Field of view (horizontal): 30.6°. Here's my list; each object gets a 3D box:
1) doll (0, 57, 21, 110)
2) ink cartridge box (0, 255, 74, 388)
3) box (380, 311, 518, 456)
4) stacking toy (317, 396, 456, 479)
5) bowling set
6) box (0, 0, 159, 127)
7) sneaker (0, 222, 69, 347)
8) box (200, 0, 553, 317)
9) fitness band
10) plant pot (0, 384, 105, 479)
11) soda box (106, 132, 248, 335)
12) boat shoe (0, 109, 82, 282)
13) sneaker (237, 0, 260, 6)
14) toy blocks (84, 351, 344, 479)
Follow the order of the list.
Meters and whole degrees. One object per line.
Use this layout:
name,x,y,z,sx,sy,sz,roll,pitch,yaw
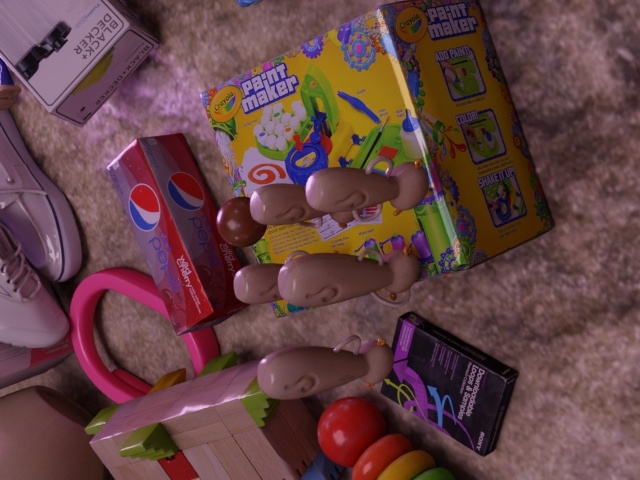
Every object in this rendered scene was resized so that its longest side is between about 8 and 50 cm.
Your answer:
doll,-0.523,-0.303,1.832,0.129,0.046,0.189,-45,67,50
ink cartridge box,-0.546,0.095,1.874,0.117,0.207,0.283,-34,81,41
box,0.152,0.172,1.410,0.162,0.029,0.116,28,121,30
stacking toy,0.121,0.315,1.433,0.330,0.141,0.141,45,129,31
bowling set,0.000,0.000,1.192,0.200,0.154,0.287,52,135,42
box,-0.380,-0.317,1.628,0.169,0.087,0.290,-45,71,7
sneaker,-0.492,0.048,1.766,0.297,0.111,0.129,45,131,-15
box,0.057,-0.091,1.306,0.290,0.177,0.279,-17,93,44
fitness band,-0.268,0.156,1.757,0.291,0.054,0.209,21,117,34
plant pot,-0.455,0.345,1.869,0.284,0.284,0.191,34,88,28
soda box,-0.192,-0.011,1.599,0.092,0.083,0.263,-33,77,41
boat shoe,-0.516,-0.083,1.823,0.136,0.156,0.367,-38,78,42
sneaker,-0.046,-0.334,1.394,0.240,0.091,0.126,28,139,31
toy blocks,-0.125,0.319,1.601,0.381,0.191,0.261,-21,109,35
